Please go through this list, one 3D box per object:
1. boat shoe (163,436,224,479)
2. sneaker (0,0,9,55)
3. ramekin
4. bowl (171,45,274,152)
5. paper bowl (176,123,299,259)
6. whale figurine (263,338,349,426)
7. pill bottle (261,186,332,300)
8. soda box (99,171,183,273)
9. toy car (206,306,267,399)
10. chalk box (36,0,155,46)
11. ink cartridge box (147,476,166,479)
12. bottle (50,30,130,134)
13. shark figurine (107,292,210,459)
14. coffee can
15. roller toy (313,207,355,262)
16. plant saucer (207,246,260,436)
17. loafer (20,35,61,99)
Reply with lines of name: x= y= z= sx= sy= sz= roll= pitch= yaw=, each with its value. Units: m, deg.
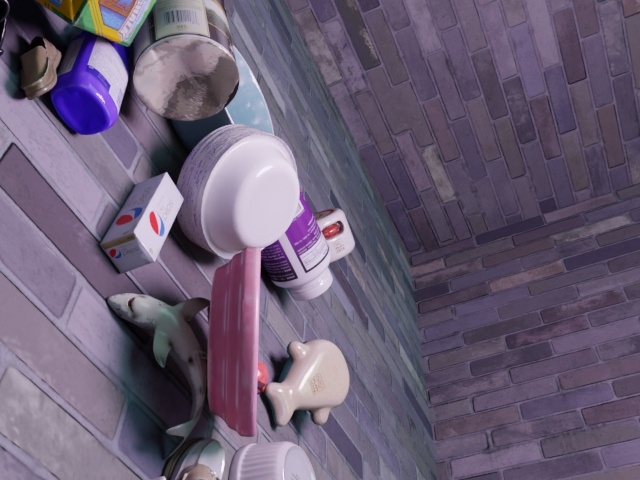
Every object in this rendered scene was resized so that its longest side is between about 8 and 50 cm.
boat shoe: x=-0.197 y=0.415 z=1.041 sx=0.302 sy=0.103 sz=0.113 roll=-67 pitch=136 yaw=-67
sneaker: x=-0.480 y=-0.328 z=0.950 sx=0.084 sy=0.097 sz=0.235 roll=43 pitch=32 yaw=-60
ramekin: x=-0.084 y=0.499 z=1.313 sx=0.207 sy=0.109 sz=0.207 roll=-18 pitch=90 yaw=-74
bowl: x=-0.249 y=-0.308 z=1.579 sx=0.311 sy=0.163 sz=0.312 roll=-18 pitch=90 yaw=-74
paper bowl: x=-0.156 y=-0.095 z=1.413 sx=0.284 sy=0.148 sz=0.284 roll=-29 pitch=130 yaw=-41
whale figurine: x=-0.050 y=0.351 z=1.614 sx=0.272 sy=0.141 sz=0.216 roll=-25 pitch=96 yaw=-49
pill bottle: x=-0.088 y=-0.004 z=1.738 sx=0.181 sy=0.181 sz=0.323 roll=-80 pitch=148 yaw=-59
soda box: x=-0.318 y=-0.036 z=1.201 sx=0.216 sy=0.073 sz=0.069 roll=-84 pitch=151 yaw=-56
toy car: x=-0.176 y=0.266 z=1.367 sx=0.225 sy=0.053 sz=0.239 roll=-74 pitch=142 yaw=-64
chalk box: x=-0.372 y=-0.451 z=1.093 sx=0.180 sy=0.179 sz=0.289 roll=34 pitch=8 yaw=1
ink cartridge box: x=-0.231 y=0.422 z=0.839 sx=0.086 sy=0.148 sz=0.203 roll=-62 pitch=132 yaw=-71
bottle: x=-0.403 y=-0.315 z=1.199 sx=0.118 sy=0.092 sz=0.283 roll=63 pitch=17 yaw=-44
shark figurine: x=-0.248 y=0.210 z=1.132 sx=0.166 sy=0.116 sz=0.278 roll=-16 pitch=78 yaw=-41
coffee can: x=-0.279 y=-0.407 z=1.328 sx=0.201 sy=0.201 sz=0.275 roll=49 pitch=22 yaw=-52
roller toy: x=0.000 y=0.000 z=2.002 sx=0.209 sy=0.191 sz=0.146 roll=-52 pitch=123 yaw=-71
plant saucer: x=-0.151 y=0.176 z=1.178 sx=0.332 sy=0.084 sz=0.332 roll=-179 pitch=-90 yaw=-84
loafer: x=-0.456 y=-0.278 z=1.063 sx=0.050 sy=0.056 sz=0.148 roll=55 pitch=12 yaw=-42
